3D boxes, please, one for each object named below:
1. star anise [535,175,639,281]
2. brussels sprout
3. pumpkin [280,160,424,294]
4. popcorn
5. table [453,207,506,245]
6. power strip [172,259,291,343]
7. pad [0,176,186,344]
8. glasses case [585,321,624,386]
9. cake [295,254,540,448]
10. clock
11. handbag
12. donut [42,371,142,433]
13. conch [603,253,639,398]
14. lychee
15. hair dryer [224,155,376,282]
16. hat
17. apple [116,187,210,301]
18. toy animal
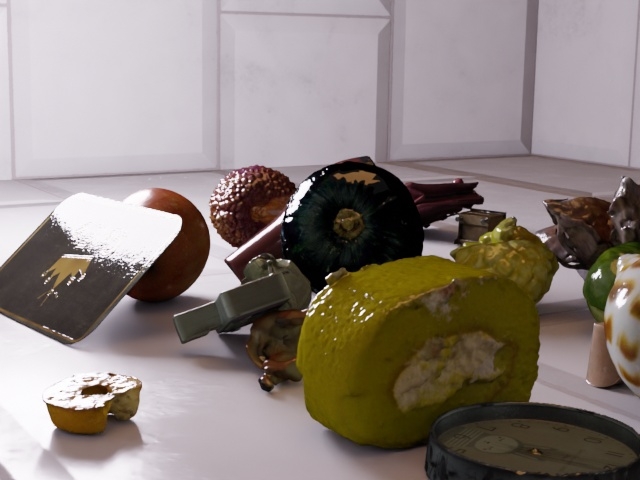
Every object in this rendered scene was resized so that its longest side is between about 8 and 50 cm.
[{"bbox_3d":[0.492,0.008,1.759,0.332,0.117,0.332,15,-23,6],"label":"star anise"},{"bbox_3d":[0.462,0.072,1.630,0.183,0.131,0.145,-14,23,-41],"label":"brussels sprout"},{"bbox_3d":[0.052,-0.010,1.790,0.233,0.233,0.163,2,-16,4],"label":"pumpkin"},{"bbox_3d":[0.280,0.049,1.782,0.173,0.142,0.173,-15,27,8],"label":"popcorn"},{"bbox_3d":[0.329,-0.025,2.344,0.083,0.070,0.082,9,12,35],"label":"table"},{"bbox_3d":[-0.125,0.090,1.510,0.145,0.061,0.215,-21,-7,-13],"label":"power strip"},{"bbox_3d":[-0.362,-0.011,1.686,0.375,0.063,0.315,12,55,49],"label":"pad"},{"bbox_3d":[0.427,0.126,1.416,0.193,0.102,0.070,-6,18,-34],"label":"glasses case"},{"bbox_3d":[0.103,0.114,1.217,0.260,0.179,0.156,-5,11,-34],"label":"cake"},{"bbox_3d":[0.209,0.207,1.097,0.215,0.042,0.215,1,10,0],"label":"clock"},{"bbox_3d":[0.216,-0.077,2.433,0.216,0.074,0.203,-7,-10,-32],"label":"handbag"},{"bbox_3d":[-0.248,0.177,1.222,0.097,0.043,0.108,9,14,36],"label":"donut"},{"bbox_3d":[0.407,0.102,1.280,0.183,0.275,0.149,23,-43,-29],"label":"conch"},{"bbox_3d":[-0.128,-0.063,2.214,0.188,0.188,0.188,1,10,0],"label":"lychee"},{"bbox_3d":[0.000,0.000,2.044,0.312,0.123,0.340,-36,-20,-1],"label":"hair dryer"},{"bbox_3d":[-0.074,0.078,1.698,0.122,0.081,0.166,9,-16,-21],"label":"hat"},{"bbox_3d":[-0.264,0.010,1.794,0.181,0.181,0.168,3,29,13],"label":"apple"},{"bbox_3d":[0.003,0.120,1.483,0.312,0.097,0.157,-10,2,-39],"label":"toy animal"}]
